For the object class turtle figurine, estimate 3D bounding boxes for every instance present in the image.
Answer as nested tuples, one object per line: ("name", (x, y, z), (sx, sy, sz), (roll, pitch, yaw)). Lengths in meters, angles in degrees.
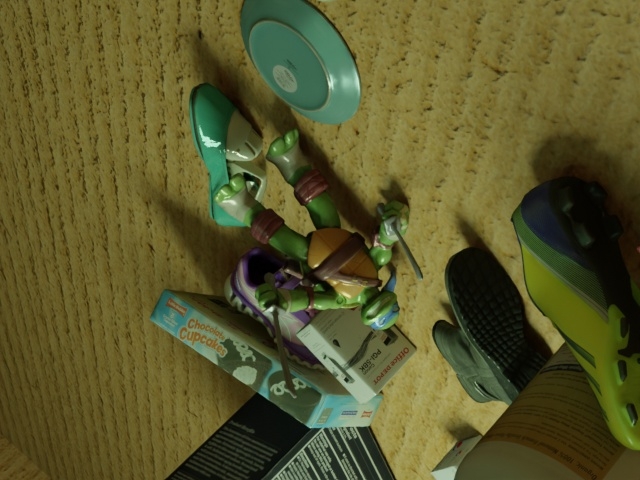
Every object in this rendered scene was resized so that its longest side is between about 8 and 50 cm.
("turtle figurine", (0.000, 0.000, 1.591), (0.266, 0.274, 0.198), (48, 118, 7))

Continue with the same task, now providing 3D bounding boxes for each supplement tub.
("supplement tub", (0.285, 0.256, 1.392), (0.228, 0.316, 0.228), (34, 149, 24))

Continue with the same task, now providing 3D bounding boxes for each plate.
("plate", (-0.031, -0.211, 1.538), (0.188, 0.024, 0.188), (32, 148, 23))

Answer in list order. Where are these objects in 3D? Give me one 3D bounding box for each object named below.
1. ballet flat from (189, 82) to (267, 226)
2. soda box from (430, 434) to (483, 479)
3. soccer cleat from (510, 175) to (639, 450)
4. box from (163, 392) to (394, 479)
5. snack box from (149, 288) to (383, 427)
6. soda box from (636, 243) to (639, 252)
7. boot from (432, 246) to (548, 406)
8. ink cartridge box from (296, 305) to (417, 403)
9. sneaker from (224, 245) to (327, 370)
("ballet flat", (-0.114, -0.111, 1.737), (0.087, 0.083, 0.247), (9, 140, 14))
("soda box", (0.260, 0.380, 1.843), (0.216, 0.069, 0.074), (48, 152, -3))
("soccer cleat", (0.275, 0.077, 1.328), (0.121, 0.093, 0.289), (-35, 68, 52))
("box", (-0.049, 0.416, 2.070), (0.182, 0.294, 0.296), (15, 138, 48))
("snack box", (-0.080, 0.174, 1.945), (0.322, 0.060, 0.187), (31, -172, 28))
("soda box", (0.405, -0.013, 1.136), (0.092, 0.083, 0.263), (50, 151, -7))
("boot", (0.184, 0.117, 1.608), (0.161, 0.083, 0.247), (5, 130, 59))
("ink cartridge box", (0.051, 0.141, 1.791), (0.135, 0.099, 0.056), (46, 151, 0))
("sneaker", (-0.041, 0.091, 1.869), (0.236, 0.095, 0.105), (36, 142, 21))
